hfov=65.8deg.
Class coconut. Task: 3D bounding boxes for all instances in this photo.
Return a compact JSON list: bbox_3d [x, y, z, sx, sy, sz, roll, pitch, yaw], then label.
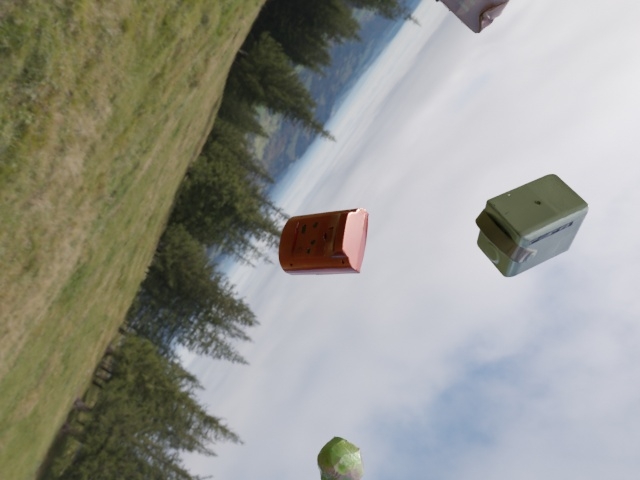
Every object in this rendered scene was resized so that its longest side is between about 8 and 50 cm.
[{"bbox_3d":[0.032,0.366,0.811,0.081,0.083,0.082,-45,146,-23],"label":"coconut"}]

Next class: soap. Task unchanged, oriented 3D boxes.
[{"bbox_3d":[0.215,-0.507,0.902,0.098,0.273,0.218,-46,-157,27],"label":"soap"}]

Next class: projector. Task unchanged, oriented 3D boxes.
[{"bbox_3d":[0.513,-0.033,1.241,0.242,0.163,0.177,-23,142,-12],"label":"projector"}]

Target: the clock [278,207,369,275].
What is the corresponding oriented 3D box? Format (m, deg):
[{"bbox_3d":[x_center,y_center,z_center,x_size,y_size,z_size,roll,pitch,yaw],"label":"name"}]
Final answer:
[{"bbox_3d":[0.000,0.000,0.864,0.155,0.061,0.113,-6,-116,36],"label":"clock"}]
